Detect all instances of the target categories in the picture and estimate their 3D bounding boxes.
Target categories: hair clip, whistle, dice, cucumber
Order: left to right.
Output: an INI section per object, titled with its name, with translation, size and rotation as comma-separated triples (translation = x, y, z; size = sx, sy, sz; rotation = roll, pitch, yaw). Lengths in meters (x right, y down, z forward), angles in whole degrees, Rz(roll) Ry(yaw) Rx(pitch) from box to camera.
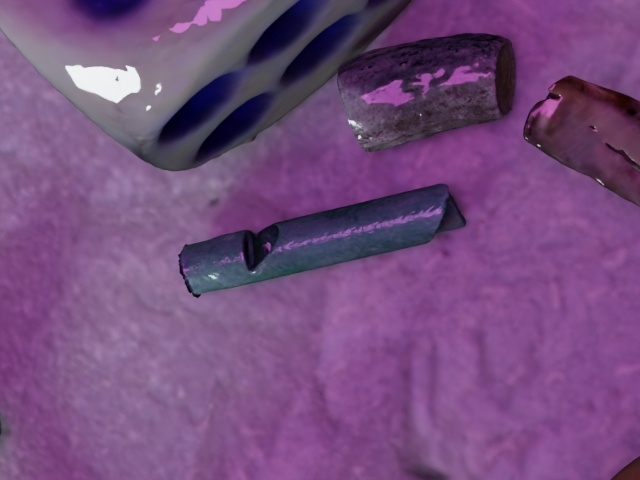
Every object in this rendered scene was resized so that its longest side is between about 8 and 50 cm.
[dice]
translation = -0.080, -0.214, 1.153
size = 0.259, 0.243, 0.251
rotation = -41, 77, 11
[whistle]
translation = 0.000, 0.000, 1.226
size = 0.186, 0.039, 0.039
rotation = -13, 85, 18
[cucumber]
translation = 0.068, -0.096, 1.195
size = 0.112, 0.064, 0.064
rotation = -12, 85, 16
[hair clip]
translation = 0.257, -0.005, 1.121
size = 0.300, 0.069, 0.173
rotation = 34, 104, 4

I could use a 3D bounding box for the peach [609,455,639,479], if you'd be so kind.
[peach]
translation = 0.263, 0.222, 1.020
size = 0.292, 0.247, 0.292
rotation = 1, 92, 22
